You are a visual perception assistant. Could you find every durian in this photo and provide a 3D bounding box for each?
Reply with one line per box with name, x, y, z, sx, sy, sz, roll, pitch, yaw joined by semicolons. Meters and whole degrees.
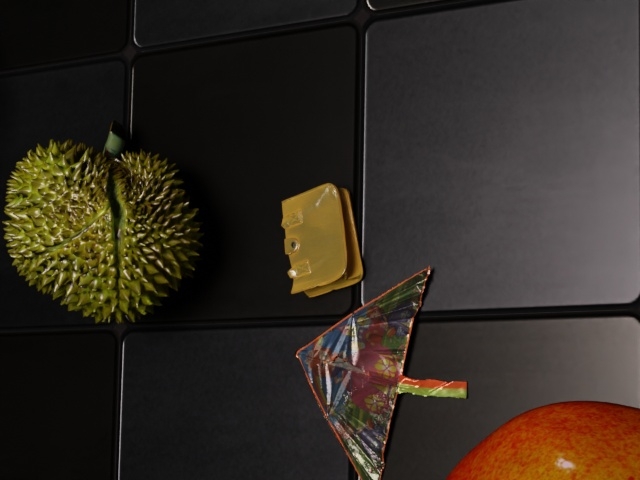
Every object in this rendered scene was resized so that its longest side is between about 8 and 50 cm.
durian;-0.196;-0.010;1.411;0.198;0.159;0.146;31;112;37

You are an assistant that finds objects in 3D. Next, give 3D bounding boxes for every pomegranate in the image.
pomegranate;0.181;0.221;1.070;0.221;0.256;0.220;1;116;2

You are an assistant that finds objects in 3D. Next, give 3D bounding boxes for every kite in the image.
kite;0.046;0.107;1.318;0.159;0.010;0.190;15;94;33

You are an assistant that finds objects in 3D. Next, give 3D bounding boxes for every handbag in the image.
handbag;0.000;0.000;1.355;0.061;0.027;0.083;-21;69;32
